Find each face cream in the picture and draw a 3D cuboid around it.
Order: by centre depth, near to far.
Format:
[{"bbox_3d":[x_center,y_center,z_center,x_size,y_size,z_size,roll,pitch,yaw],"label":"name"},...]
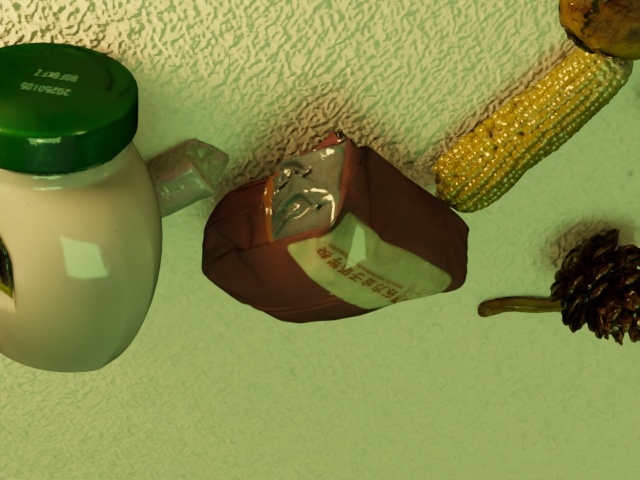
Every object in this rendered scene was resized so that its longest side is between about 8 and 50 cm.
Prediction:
[{"bbox_3d":[-0.322,-0.032,1.472,0.219,0.312,0.357,-32,141,-41],"label":"face cream"}]

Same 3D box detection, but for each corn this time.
[{"bbox_3d":[0.260,-0.139,1.569,0.097,0.097,0.320,26,128,-33],"label":"corn"}]

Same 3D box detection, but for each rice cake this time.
[{"bbox_3d":[-0.285,-0.032,1.647,0.365,0.056,0.072,-23,139,19],"label":"rice cake"}]

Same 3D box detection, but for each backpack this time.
[{"bbox_3d":[0.000,0.000,1.621,0.317,0.197,0.283,-19,140,40],"label":"backpack"}]

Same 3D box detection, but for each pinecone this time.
[{"bbox_3d":[0.413,0.074,1.780,0.174,0.173,0.173,-4,140,-3],"label":"pinecone"}]

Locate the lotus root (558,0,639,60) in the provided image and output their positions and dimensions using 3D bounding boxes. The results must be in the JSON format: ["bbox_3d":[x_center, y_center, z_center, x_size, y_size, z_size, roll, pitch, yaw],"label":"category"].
[{"bbox_3d":[0.407,-0.336,1.284,0.196,0.179,0.397,17,139,-29],"label":"lotus root"}]

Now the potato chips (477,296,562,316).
[{"bbox_3d":[0.345,0.104,1.913,0.204,0.026,0.037,-1,143,-8],"label":"potato chips"}]
